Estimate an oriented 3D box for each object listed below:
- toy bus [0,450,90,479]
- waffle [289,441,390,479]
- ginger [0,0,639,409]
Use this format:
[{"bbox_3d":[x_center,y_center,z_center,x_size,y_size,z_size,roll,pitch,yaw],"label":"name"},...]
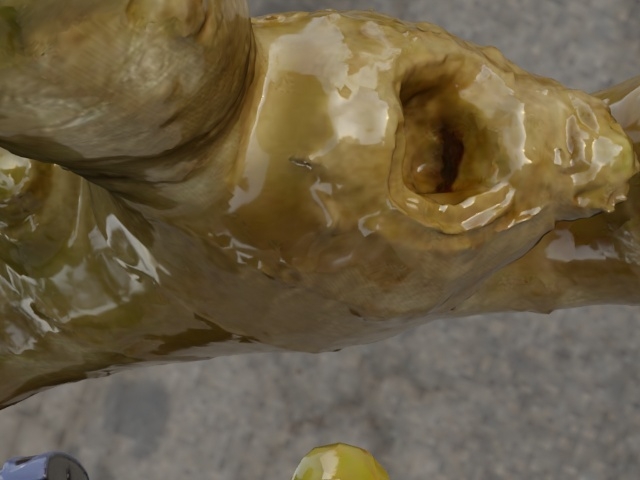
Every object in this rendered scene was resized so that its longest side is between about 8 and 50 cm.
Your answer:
[{"bbox_3d":[-0.160,0.261,1.038,0.125,0.133,0.292,66,-164,-78],"label":"toy bus"},{"bbox_3d":[0.016,0.178,0.336,0.260,0.293,0.069,-45,6,2],"label":"waffle"},{"bbox_3d":[0.013,-0.015,0.600,0.348,0.363,0.122,153,116,-65],"label":"ginger"}]
